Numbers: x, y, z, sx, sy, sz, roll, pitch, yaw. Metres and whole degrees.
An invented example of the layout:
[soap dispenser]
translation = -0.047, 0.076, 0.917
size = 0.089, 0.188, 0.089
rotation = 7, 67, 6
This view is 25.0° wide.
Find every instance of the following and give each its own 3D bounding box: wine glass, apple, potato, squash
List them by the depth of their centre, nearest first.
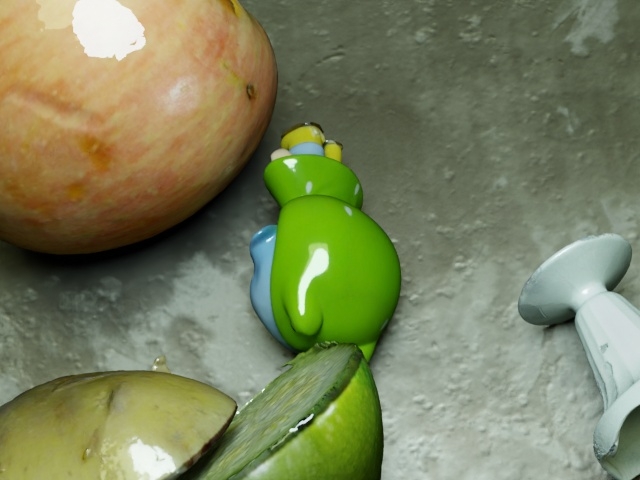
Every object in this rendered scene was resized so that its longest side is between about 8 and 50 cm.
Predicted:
[squash]
translation = -0.056, 0.179, 1.244
size = 0.233, 0.309, 0.210
rotation = -39, 63, -16
[potato]
translation = -0.215, 0.176, 1.283
size = 0.239, 0.299, 0.116
rotation = -36, 99, -53
[wine glass]
translation = 0.284, 0.106, 1.349
size = 0.164, 0.165, 0.196
rotation = -27, 54, -10
[apple]
translation = -0.253, -0.175, 1.441
size = 0.346, 0.391, 0.391
rotation = -41, 62, 5

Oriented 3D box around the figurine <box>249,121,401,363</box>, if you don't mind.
[figurine]
translation = 0.000, 0.000, 1.439
size = 0.143, 0.162, 0.263
rotation = -22, 50, 22
